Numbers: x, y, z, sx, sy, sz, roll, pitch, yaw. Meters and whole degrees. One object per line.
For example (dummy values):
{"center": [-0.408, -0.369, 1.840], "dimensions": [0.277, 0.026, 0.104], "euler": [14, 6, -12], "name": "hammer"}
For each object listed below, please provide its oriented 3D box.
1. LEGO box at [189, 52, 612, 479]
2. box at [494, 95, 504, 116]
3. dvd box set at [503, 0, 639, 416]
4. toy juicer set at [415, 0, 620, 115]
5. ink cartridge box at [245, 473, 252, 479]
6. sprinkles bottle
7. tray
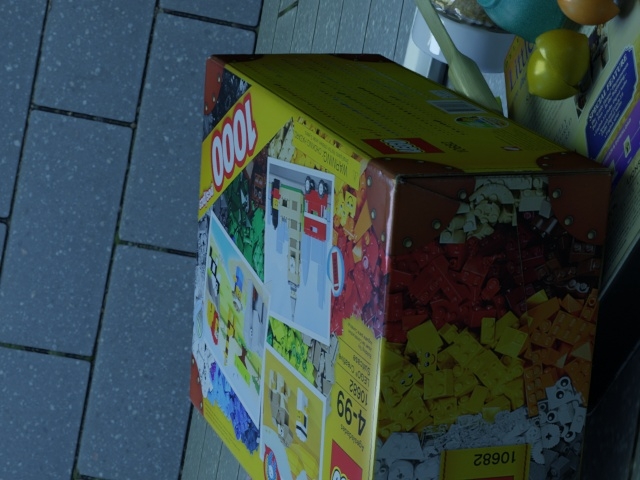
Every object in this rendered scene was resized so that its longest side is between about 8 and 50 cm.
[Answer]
{"center": [0.046, 0.057, 1.638], "dimensions": [0.500, 0.193, 0.372], "euler": [-142, 53, -64], "name": "LEGO box"}
{"center": [0.169, -0.056, 1.786], "dimensions": [0.178, 0.042, 0.109], "euler": [70, -164, -50], "name": "box"}
{"center": [0.246, -0.102, 1.591], "dimensions": [0.307, 0.062, 0.420], "euler": [113, 163, -48], "name": "dvd box set"}
{"center": [0.192, -0.208, 1.612], "dimensions": [0.329, 0.089, 0.209], "euler": [130, 131, -61], "name": "toy juicer set"}
{"center": [-0.009, 0.207, 2.406], "dimensions": [0.211, 0.122, 0.289], "euler": [137, 142, -70], "name": "ink cartridge box"}
{"center": [0.197, -0.357, 1.900], "dimensions": [0.121, 0.121, 0.355], "euler": [-103, 26, -63], "name": "sprinkles bottle"}
{"center": [0.151, -0.301, 2.304], "dimensions": [0.145, 0.030, 0.270], "euler": [-133, 54, -75], "name": "tray"}
